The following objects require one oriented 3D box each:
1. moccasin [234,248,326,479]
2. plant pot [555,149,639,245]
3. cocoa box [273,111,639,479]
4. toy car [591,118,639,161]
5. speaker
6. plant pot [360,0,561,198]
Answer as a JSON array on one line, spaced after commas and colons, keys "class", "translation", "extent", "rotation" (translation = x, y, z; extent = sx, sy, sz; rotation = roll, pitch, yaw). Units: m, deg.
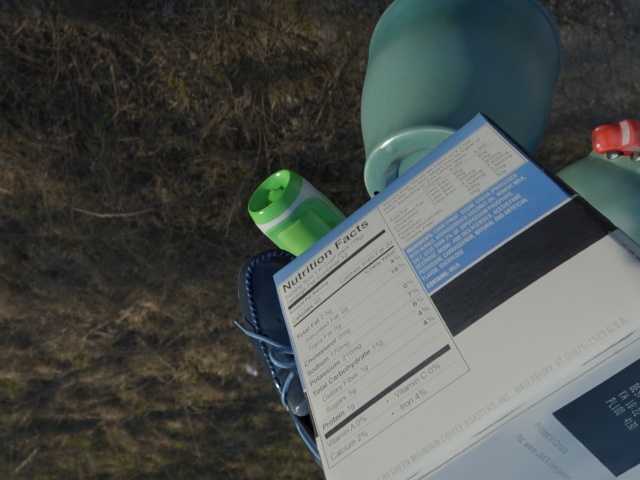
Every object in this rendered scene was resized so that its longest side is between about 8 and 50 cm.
[{"class": "moccasin", "translation": [0.017, 0.160, 0.653], "extent": [0.137, 0.342, 0.117], "rotation": [-30, 179, -10]}, {"class": "plant pot", "translation": [0.557, -0.057, 1.082], "extent": [0.293, 0.293, 0.196], "rotation": [19, 106, -25]}, {"class": "cocoa box", "translation": [0.166, 0.118, 0.480], "extent": [0.231, 0.228, 0.347], "rotation": [-38, 128, 13]}, {"class": "toy car", "translation": [0.607, -0.185, 0.962], "extent": [0.239, 0.225, 0.053], "rotation": [35, 163, 6]}, {"class": "speaker", "translation": [0.000, 0.000, 1.096], "extent": [0.131, 0.131, 0.296], "rotation": [-30, 123, 25]}, {"class": "plant pot", "translation": [0.170, -0.160, 0.755], "extent": [0.271, 0.255, 0.272], "rotation": [12, 143, 9]}]
